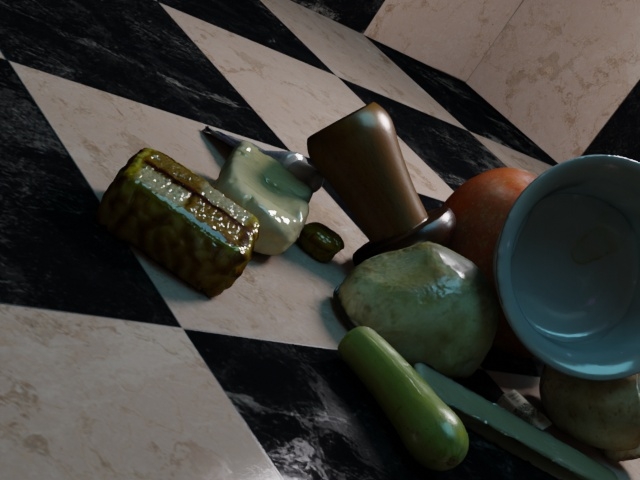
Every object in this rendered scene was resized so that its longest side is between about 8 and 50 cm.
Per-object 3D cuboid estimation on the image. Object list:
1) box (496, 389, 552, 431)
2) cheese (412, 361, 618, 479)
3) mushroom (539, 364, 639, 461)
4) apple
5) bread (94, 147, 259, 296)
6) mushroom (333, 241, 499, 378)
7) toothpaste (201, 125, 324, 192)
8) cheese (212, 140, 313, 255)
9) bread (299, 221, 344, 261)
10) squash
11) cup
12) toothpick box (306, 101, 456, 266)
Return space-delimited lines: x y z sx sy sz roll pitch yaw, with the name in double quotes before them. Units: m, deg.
"box" 0.327 0.278 1.714 0.083 0.024 0.054 42 19 21
"cheese" 0.304 0.300 1.614 0.400 0.034 0.085 29 24 -14
"mushroom" 0.463 0.259 1.790 0.189 0.195 0.253 9 24 25
"apple" 0.354 0.036 1.950 0.348 0.277 0.348 32 18 -12
"bread" -0.192 -0.029 1.490 0.222 0.096 0.181 34 21 -2
"mushroom" 0.170 0.100 1.668 0.267 0.164 0.189 30 18 -13
"toothpaste" -0.098 -0.151 1.941 0.282 0.068 0.099 28 -21 43
"cheese" -0.099 -0.063 1.727 0.159 0.093 0.263 29 21 -6
"bread" 0.000 0.000 1.807 0.083 0.046 0.081 16 25 -41
"squash" 0.114 0.212 1.436 0.083 0.083 0.250 16 24 -42
"cup" 0.418 0.043 1.708 0.347 0.347 0.163 32 -6 -9
"toothpick box" 0.103 -0.075 1.817 0.294 0.192 0.192 61 17 -7
